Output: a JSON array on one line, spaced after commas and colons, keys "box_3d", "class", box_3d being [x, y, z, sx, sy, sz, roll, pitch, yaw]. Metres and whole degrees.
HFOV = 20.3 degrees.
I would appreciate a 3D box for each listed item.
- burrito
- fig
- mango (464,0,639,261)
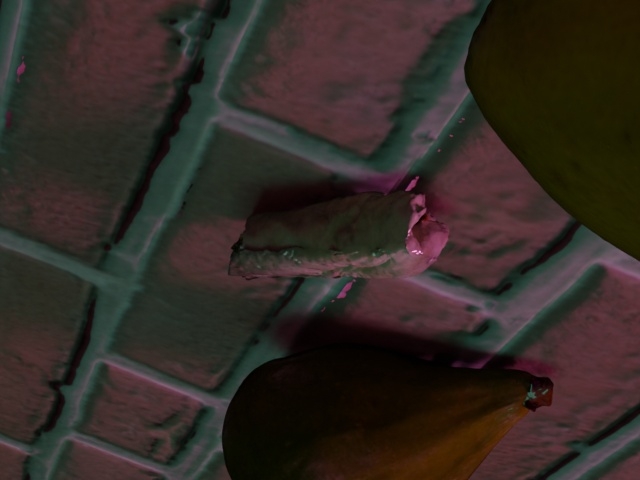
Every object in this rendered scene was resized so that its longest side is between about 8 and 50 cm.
[{"box_3d": [0.000, 0.000, 0.912, 0.149, 0.041, 0.055, -6, 158, 41], "class": "burrito"}, {"box_3d": [0.036, 0.121, 1.034, 0.185, 0.126, 0.133, -3, 133, 45], "class": "fig"}, {"box_3d": [0.193, -0.048, 0.552, 0.317, 0.173, 0.211, 2, 149, 45], "class": "mango"}]
